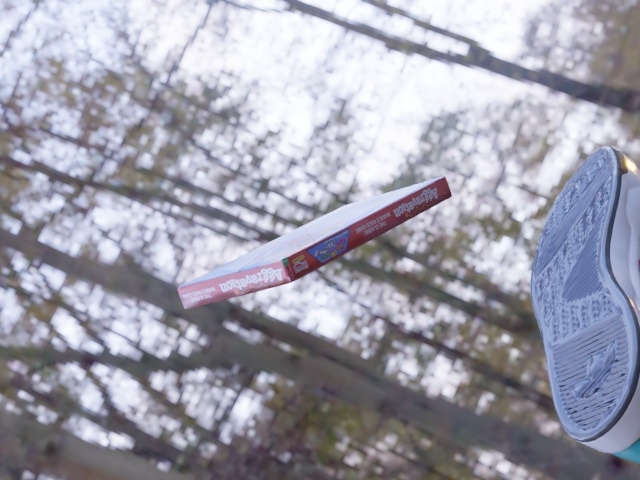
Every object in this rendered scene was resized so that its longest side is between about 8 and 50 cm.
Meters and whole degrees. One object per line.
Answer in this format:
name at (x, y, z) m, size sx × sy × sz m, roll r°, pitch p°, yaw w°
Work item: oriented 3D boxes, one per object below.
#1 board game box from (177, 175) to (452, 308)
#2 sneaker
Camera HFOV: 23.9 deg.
board game box at (0.000, 0.000, 1.515) m, size 0.281 × 0.145 × 0.027 m, roll -27°, pitch -83°, yaw -48°
sneaker at (0.253, 0.060, 1.042) m, size 0.124 × 0.178 × 0.296 m, roll -52°, pitch 19°, yaw 33°
